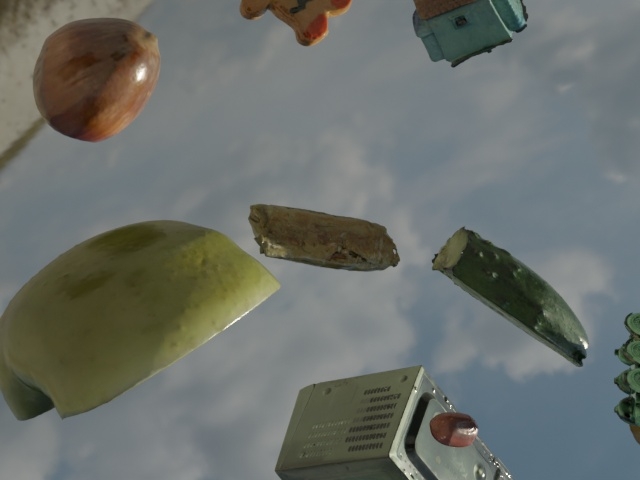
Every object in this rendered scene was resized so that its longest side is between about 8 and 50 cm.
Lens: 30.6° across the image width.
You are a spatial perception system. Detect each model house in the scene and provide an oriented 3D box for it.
[{"bbox_3d":[0.181,-0.328,1.523,0.148,0.148,0.119,-17,-133,18],"label":"model house"}]

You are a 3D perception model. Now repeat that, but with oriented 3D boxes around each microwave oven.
[{"bbox_3d":[0.152,0.455,2.271,0.333,0.394,0.247,-16,-145,35],"label":"microwave oven"}]

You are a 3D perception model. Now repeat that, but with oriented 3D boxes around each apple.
[{"bbox_3d":[-0.252,0.119,1.596,0.320,0.311,0.360,35,-129,29],"label":"apple"}]

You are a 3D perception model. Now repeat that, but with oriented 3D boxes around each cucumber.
[{"bbox_3d":[0.357,0.101,2.048,0.105,0.325,0.145,-54,-173,-4],"label":"cucumber"}]

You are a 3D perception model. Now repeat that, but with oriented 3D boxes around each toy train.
[{"bbox_3d":[0.400,0.154,1.341,0.118,0.074,0.176,11,-141,8],"label":"toy train"}]

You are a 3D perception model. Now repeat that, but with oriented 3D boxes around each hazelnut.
[{"bbox_3d":[-0.334,-0.250,1.774,0.214,0.176,0.214,-21,-140,19],"label":"hazelnut"}]

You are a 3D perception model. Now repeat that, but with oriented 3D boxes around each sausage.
[{"bbox_3d":[0.228,0.320,1.976,0.094,0.059,0.054,14,158,-40],"label":"sausage"}]

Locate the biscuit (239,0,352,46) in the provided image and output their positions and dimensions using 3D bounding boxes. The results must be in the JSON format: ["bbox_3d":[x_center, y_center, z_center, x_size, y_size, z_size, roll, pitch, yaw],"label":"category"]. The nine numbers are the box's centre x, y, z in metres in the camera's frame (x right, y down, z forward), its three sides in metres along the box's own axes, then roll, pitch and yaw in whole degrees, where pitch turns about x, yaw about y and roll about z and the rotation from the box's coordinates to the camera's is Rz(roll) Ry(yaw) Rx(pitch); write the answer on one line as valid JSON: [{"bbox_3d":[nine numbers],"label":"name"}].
[{"bbox_3d":[-0.076,-0.450,2.069,0.165,0.250,0.036,-55,174,-23],"label":"biscuit"}]

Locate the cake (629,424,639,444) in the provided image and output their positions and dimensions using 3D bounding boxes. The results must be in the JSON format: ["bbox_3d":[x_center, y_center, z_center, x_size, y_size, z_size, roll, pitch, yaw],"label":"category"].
[{"bbox_3d":[0.620,0.296,2.063,0.208,0.185,0.178,-43,-156,-19],"label":"cake"}]

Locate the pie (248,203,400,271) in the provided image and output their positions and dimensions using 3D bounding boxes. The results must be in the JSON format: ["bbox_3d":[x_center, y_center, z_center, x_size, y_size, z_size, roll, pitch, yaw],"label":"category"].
[{"bbox_3d":[0.000,0.000,1.962,0.068,0.283,0.128,-53,-138,34],"label":"pie"}]
